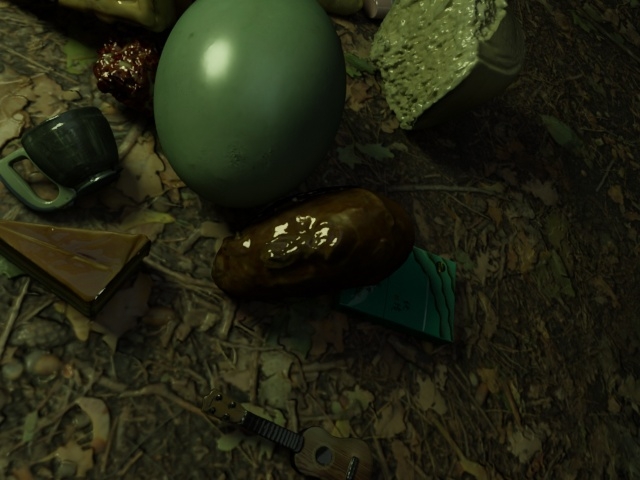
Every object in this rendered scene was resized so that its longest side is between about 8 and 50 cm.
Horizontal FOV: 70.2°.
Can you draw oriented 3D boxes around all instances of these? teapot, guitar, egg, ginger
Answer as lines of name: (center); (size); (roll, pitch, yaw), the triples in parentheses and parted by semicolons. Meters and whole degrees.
teapot: (-0.343, -0.108, 0.620); (0.149, 0.111, 0.108); (-38, 102, -39)
guitar: (-0.047, 0.278, 0.635); (0.271, 0.038, 0.083); (31, 57, -14)
egg: (-0.099, -0.226, 0.689); (0.276, 0.276, 0.388); (20, 61, -18)
ginger: (0.000, 0.000, 0.676); (0.322, 0.172, 0.165); (-10, 69, -18)

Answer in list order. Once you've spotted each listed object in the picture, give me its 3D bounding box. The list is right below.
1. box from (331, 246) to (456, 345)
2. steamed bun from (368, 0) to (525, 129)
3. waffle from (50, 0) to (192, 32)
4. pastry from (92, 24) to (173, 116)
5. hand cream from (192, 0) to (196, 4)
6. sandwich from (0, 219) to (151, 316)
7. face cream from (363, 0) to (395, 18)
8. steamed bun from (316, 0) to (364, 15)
box: (0.139, 0.078, 0.814); (0.227, 0.042, 0.160); (21, 61, -16)
steamed bun: (0.256, -0.354, 0.937); (0.274, 0.290, 0.272); (14, 77, -29)
waffle: (-0.368, -0.464, 0.610); (0.377, 0.260, 0.114); (21, 52, 7)
pastry: (-0.272, -0.297, 0.734); (0.097, 0.115, 0.208); (10, 58, 17)
hand cream: (-0.284, -0.506, 0.799); (0.231, 0.149, 0.230); (9, 66, -21)
sandwich: (-0.326, 0.004, 0.596); (0.163, 0.079, 0.113); (37, 55, -6)
face cream: (0.194, -0.584, 1.125); (0.199, 0.057, 0.084); (-15, 75, -29)
steamed bun: (-0.017, -0.627, 1.009); (0.231, 0.110, 0.212); (-1, 68, -30)
